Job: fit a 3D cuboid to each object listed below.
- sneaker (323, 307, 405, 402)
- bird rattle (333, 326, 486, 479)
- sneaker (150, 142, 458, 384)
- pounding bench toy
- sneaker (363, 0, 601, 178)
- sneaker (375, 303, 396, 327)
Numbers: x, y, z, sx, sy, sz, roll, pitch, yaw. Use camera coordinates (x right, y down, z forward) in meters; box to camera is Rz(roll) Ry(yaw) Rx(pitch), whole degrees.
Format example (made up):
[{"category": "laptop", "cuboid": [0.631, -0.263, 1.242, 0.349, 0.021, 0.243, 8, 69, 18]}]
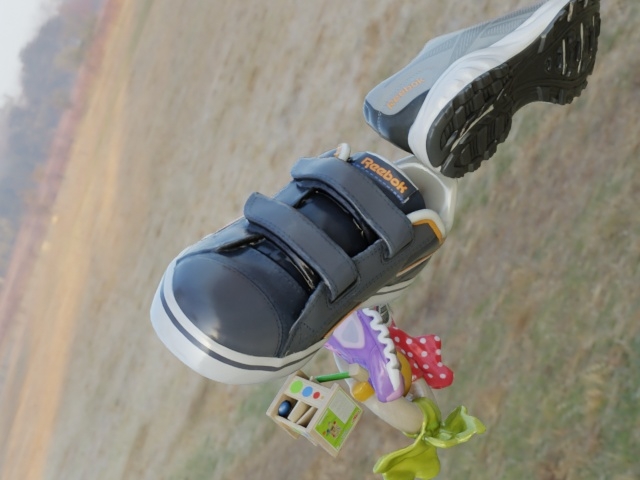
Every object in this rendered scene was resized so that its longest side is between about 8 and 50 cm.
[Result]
[{"category": "sneaker", "cuboid": [0.013, 0.092, 1.384, 0.236, 0.104, 0.095, 60, 174, 20]}, {"category": "bird rattle", "cuboid": [0.101, 0.175, 1.508, 0.143, 0.207, 0.254, -39, 31, 22]}, {"category": "sneaker", "cuboid": [0.000, 0.000, 0.905, 0.127, 0.126, 0.321, -56, -15, 29]}, {"category": "pounding bench toy", "cuboid": [0.001, 0.145, 1.111, 0.065, 0.052, 0.083, 17, 67, 43]}, {"category": "sneaker", "cuboid": [0.146, -0.152, 1.010, 0.271, 0.108, 0.100, -33, -47, -34]}, {"category": "sneaker", "cuboid": [0.027, 0.067, 1.783, 0.299, 0.120, 0.112, 35, 145, 62]}]
